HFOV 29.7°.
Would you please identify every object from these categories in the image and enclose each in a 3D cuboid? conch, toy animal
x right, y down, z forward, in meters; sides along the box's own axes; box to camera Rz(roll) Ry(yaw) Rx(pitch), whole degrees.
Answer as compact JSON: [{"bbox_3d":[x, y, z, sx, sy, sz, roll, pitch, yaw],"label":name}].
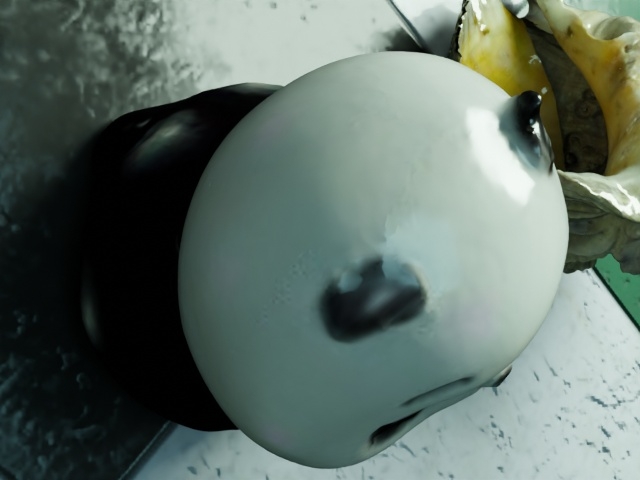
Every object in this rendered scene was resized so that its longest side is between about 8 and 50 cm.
[{"bbox_3d":[0.153,-0.063,0.701,0.178,0.163,0.245,14,46,-47],"label":"conch"},{"bbox_3d":[0.002,0.006,0.547,0.187,0.235,0.165,-50,117,-27],"label":"toy animal"}]
